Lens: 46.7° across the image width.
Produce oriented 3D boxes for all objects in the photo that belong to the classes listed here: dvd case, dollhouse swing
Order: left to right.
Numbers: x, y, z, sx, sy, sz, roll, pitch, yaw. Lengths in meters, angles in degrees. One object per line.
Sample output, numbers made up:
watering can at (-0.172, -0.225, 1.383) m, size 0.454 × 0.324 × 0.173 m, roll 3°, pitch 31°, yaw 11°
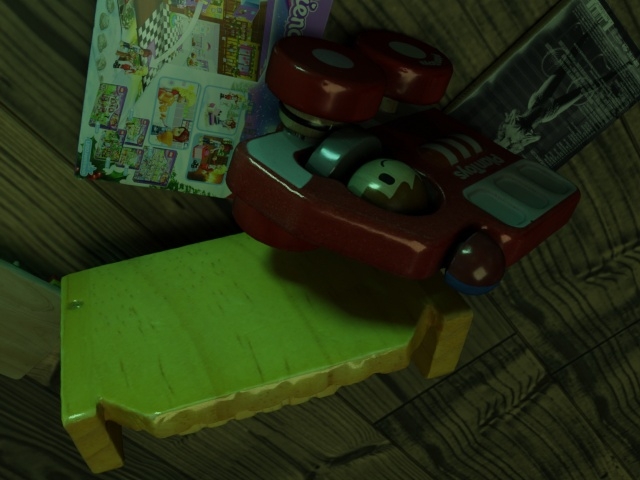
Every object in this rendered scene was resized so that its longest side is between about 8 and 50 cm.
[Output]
dollhouse swing at (-0.059, 0.161, 0.784) m, size 0.346 × 0.315 × 0.305 m, roll -13°, pitch 122°, yaw -12°
dvd case at (0.247, -0.151, 0.819) m, size 0.221 × 0.018 × 0.164 m, roll -43°, pitch 124°, yaw 16°

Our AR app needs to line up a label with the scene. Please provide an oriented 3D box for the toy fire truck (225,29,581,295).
toy fire truck at (0.079, -0.058, 0.663) m, size 0.302 × 0.254 × 0.169 m, roll -25°, pitch 142°, yaw -50°

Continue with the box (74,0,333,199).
box at (-0.107, -0.180, 0.683) m, size 0.200 × 0.057 × 0.293 m, roll 8°, pitch 122°, yaw -19°

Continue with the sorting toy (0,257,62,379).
sorting toy at (-0.350, 0.071, 0.799) m, size 0.132 × 0.046 × 0.274 m, roll -41°, pitch 132°, yaw 15°
